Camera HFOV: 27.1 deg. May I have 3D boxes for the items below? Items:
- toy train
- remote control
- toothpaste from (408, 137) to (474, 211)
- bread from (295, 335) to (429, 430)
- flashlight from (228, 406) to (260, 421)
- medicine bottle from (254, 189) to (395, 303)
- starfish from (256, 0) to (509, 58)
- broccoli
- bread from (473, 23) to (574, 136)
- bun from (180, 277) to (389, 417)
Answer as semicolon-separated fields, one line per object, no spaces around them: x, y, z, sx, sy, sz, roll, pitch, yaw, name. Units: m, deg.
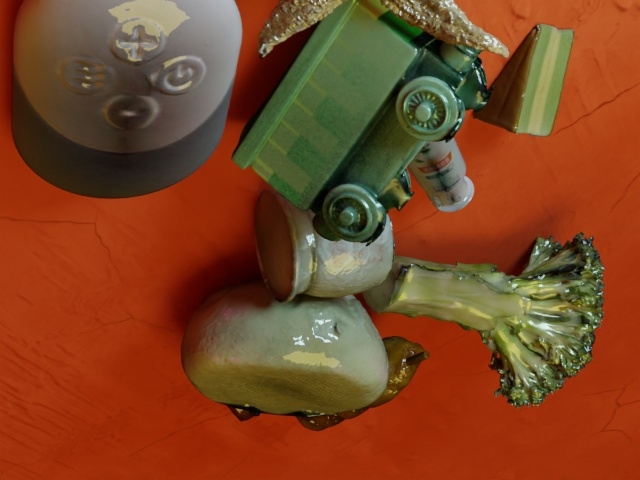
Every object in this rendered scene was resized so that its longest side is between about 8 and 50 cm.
0.047;-0.139;1.440;0.301;0.202;0.120;-53;173;36;toy train
-0.196;-0.159;1.332;0.221;0.103;0.332;-1;143;-14;remote control
0.114;-0.145;1.613;0.100;0.066;0.323;-24;141;9;toothpaste
0.061;0.200;1.947;0.124;0.084;0.344;-52;-171;-33;bread
-0.041;0.170;1.936;0.232;0.093;0.093;-34;147;4;flashlight
0.000;0.000;1.656;0.143;0.147;0.147;-9;144;-20;medicine bottle
0.044;-0.286;1.296;0.302;0.060;0.299;-18;113;11;starfish
0.230;0.108;1.940;0.361;0.221;0.252;-3;135;-15;broccoli
0.255;-0.207;1.663;0.074;0.084;0.139;0;109;-34;bread
-0.047;0.125;1.782;0.283;0.179;0.283;2;155;1;bun
